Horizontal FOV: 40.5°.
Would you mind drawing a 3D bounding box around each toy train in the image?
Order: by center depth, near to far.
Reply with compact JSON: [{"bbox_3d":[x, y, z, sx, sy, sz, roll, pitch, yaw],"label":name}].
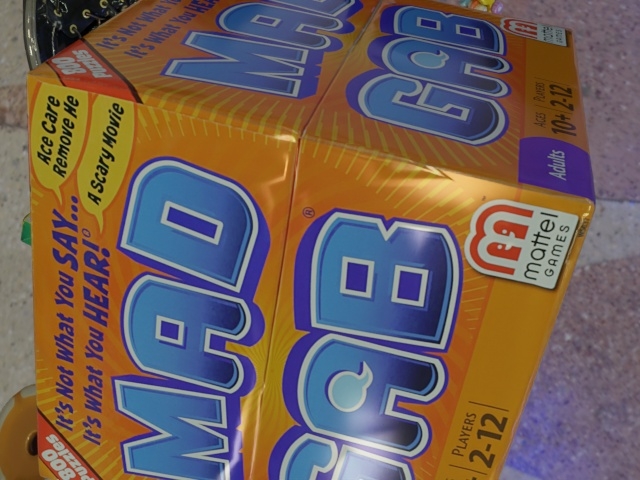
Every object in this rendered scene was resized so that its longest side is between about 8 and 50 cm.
[{"bbox_3d":[0.220,-0.389,1.377,0.166,0.125,0.046,40,89,-29],"label":"toy train"}]

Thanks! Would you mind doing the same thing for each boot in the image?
[{"bbox_3d":[-0.416,-0.436,1.668,0.284,0.378,0.138,-2,160,-10],"label":"boot"}]

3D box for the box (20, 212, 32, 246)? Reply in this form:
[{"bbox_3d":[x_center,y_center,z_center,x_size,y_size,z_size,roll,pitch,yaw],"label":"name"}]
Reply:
[{"bbox_3d":[-0.295,-0.040,1.130,0.105,0.179,0.043,27,132,3],"label":"box"}]

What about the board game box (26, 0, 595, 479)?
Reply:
[{"bbox_3d":[0.000,0.000,0.749,0.356,0.357,0.356,14,121,6],"label":"board game box"}]

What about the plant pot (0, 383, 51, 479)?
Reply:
[{"bbox_3d":[-0.274,0.244,1.029,0.205,0.205,0.188,-45,147,12],"label":"plant pot"}]
